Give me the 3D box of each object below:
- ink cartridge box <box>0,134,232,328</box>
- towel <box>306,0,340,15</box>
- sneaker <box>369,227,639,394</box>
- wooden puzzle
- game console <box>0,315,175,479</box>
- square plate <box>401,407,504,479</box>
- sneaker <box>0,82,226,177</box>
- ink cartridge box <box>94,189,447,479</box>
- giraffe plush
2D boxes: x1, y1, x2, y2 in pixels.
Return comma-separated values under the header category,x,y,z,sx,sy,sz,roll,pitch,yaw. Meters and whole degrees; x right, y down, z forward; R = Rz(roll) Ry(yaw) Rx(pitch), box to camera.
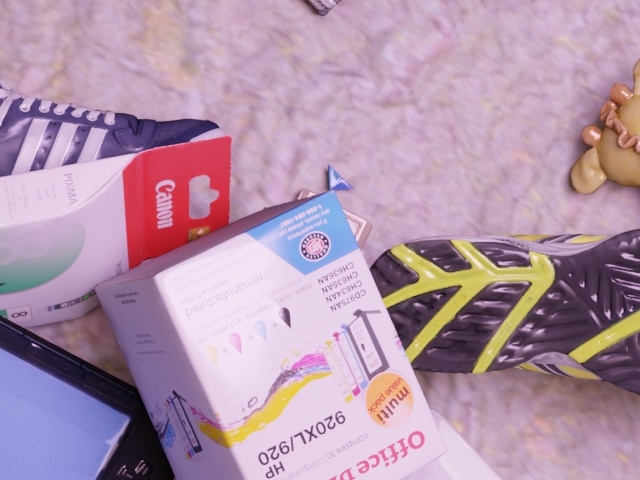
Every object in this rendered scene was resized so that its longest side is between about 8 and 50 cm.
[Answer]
category,x,y,z,sx,sy,sz,roll,pitch,yaw
ink cartridge box,-0.178,-0.001,1.493,0.224,0.181,0.056,-9,62,-9
towel,0.024,-0.410,1.610,0.324,0.056,0.312,-41,93,-9
sneaker,0.232,0.047,1.523,0.384,0.147,0.145,8,98,10
wooden puzzle,0.000,0.000,1.606,0.078,0.014,0.116,35,83,-10
game console,-0.250,0.207,1.435,0.293,0.173,0.250,31,87,-25
square plate,0.125,0.359,1.504,0.347,0.049,0.344,47,42,-3
sneaker,-0.226,-0.098,1.533,0.282,0.099,0.153,-16,91,-6
ink cartridge box,-0.042,0.104,1.478,0.171,0.168,0.233,-26,96,-23
giraffe plush,0.313,-0.059,1.594,0.170,0.210,0.181,38,85,24
